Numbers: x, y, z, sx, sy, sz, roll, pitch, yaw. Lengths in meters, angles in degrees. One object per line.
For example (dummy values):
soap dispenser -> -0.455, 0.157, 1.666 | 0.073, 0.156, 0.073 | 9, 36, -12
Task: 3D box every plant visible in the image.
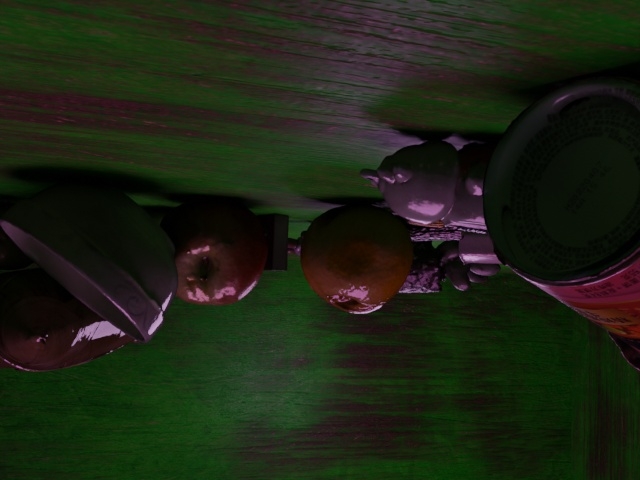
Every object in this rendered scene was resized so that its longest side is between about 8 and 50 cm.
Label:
plant -> 0.306, 0.053, 1.699 | 0.274, 0.149, 0.146 | -3, 150, -5

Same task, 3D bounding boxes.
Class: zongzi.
zongzi -> -0.430, 0.164, 1.422 | 0.499, 0.218, 0.466 | -4, -173, -42

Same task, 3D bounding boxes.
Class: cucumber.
cucumber -> 0.189, -0.025, 1.335 | 0.187, 0.058, 0.058 | -1, 174, 31

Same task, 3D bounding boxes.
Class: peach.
peach -> -0.210, 0.015, 1.320 | 0.214, 0.214, 0.235 | 3, -167, -8

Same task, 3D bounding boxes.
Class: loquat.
loquat -> 0.065, 0.024, 1.250 | 0.213, 0.213, 0.213 | 2, 175, 0

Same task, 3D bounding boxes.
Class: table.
table -> -0.188, 0.006, 1.525 | 0.111, 0.122, 0.240 | 6, 174, -42

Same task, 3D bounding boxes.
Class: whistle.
whistle -> 0.168, -0.056, 0.739 | 0.253, 0.106, 0.102 | 9, -154, -1

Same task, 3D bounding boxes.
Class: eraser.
eraser -> 0.420, 0.005, 1.348 | 0.270, 0.095, 0.174 | 2, -177, 24

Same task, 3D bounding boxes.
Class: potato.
potato -> -0.685, -0.012, 1.402 | 0.262, 0.165, 0.165 | 4, 175, 11

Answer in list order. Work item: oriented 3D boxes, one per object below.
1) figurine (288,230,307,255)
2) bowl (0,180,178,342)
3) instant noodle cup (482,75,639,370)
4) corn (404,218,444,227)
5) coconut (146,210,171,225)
figurine -> 0.001, -0.001, 1.567 | 0.197, 0.094, 0.147 | 9, 156, 22
bowl -> -0.357, 0.019, 1.139 | 0.307, 0.163, 0.307 | 35, 160, 15
instant noodle cup -> 0.274, -0.016, 0.579 | 0.255, 0.244, 0.244 | 18, 167, -38
corn -> 0.193, -0.043, 1.253 | 0.092, 0.037, 0.037 | 5, 174, -24
coconut -> -0.327, 0.021, 1.470 | 0.182, 0.171, 0.171 | 8, 178, 23
